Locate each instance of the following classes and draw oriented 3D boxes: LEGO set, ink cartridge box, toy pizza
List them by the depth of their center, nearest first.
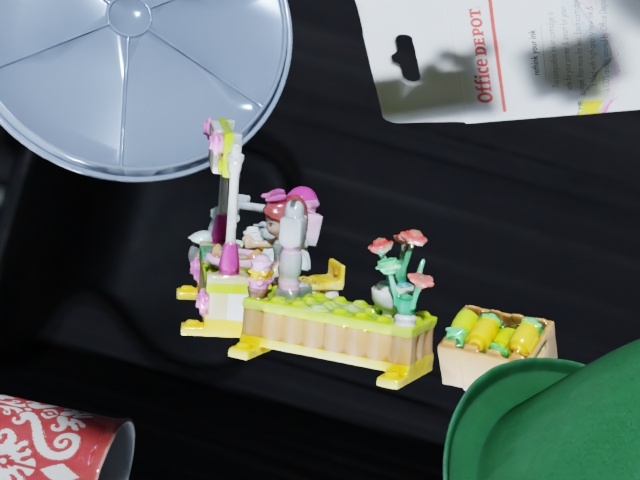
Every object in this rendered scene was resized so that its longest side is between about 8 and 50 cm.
[{"bbox_3d":[0.122,-0.120,0.820,0.115,0.198,0.067,73,15,-56],"label":"ink cartridge box"},{"bbox_3d":[0.000,0.000,0.861,0.287,0.132,0.107,22,-70,59],"label":"LEGO set"},{"bbox_3d":[-0.116,-0.127,0.981,0.032,0.201,0.201,134,-23,-66],"label":"toy pizza"}]

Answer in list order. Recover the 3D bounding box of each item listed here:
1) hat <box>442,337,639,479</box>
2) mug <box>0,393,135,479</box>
[{"bbox_3d":[0.171,0.058,0.663,0.183,0.173,0.208,-56,180,38],"label":"hat"},{"bbox_3d":[-0.250,0.184,1.310,0.150,0.169,0.113,-62,165,-59],"label":"mug"}]
